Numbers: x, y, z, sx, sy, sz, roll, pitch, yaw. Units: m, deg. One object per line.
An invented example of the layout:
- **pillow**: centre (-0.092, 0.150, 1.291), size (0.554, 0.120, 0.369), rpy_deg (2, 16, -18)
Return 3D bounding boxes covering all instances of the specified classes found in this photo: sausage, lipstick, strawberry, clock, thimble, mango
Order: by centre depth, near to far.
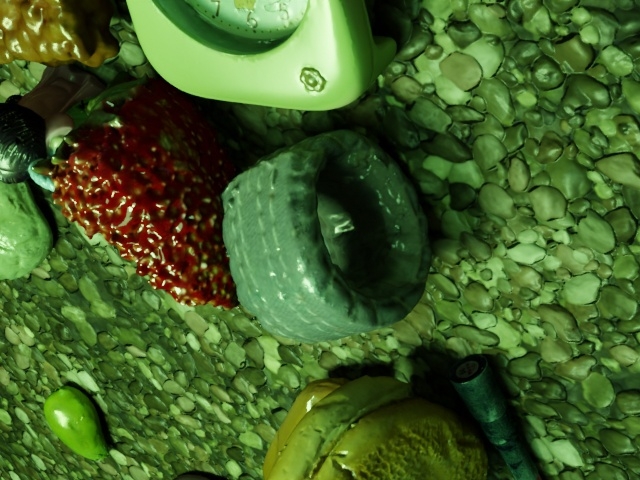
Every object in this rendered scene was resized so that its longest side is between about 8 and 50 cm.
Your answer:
- **clock**: centre (-0.078, -0.310, 1.179), size (0.286, 0.117, 0.348), rpy_deg (12, 130, 30)
- **thimble**: centre (0.000, 0.000, 1.320), size (0.172, 0.205, 0.236), rpy_deg (-17, 110, 46)
- **strawberry**: centre (-0.164, -0.068, 1.374), size (0.306, 0.233, 0.138), rpy_deg (40, 142, -9)
- **clock**: centre (-0.339, -0.135, 1.470), size (0.194, 0.195, 0.100), rpy_deg (28, 134, 18)
- **lipstick**: centre (0.237, 0.253, 1.477), size (0.053, 0.053, 0.234), rpy_deg (-8, 121, 41)
- **sausage**: centre (0.000, 0.274, 1.635), size (0.112, 0.112, 0.328), rpy_deg (34, 138, 8)
- **mango**: centre (-0.431, 0.332, 2.035), size (0.091, 0.074, 0.165), rpy_deg (-7, 121, 38)

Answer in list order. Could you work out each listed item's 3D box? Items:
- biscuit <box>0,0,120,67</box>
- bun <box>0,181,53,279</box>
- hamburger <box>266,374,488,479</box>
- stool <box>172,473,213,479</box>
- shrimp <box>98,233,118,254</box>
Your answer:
- **biscuit**: centre (-0.410, -0.349, 1.404), size (0.312, 0.110, 0.318), rpy_deg (5, 128, 37)
- **bun**: centre (-0.520, -0.033, 1.759), size (0.221, 0.108, 0.221), rpy_deg (21, 135, 22)
- **hamburger**: centre (0.063, 0.332, 1.474), size (0.170, 0.314, 0.290), rpy_deg (26, 164, 48)
- **stool**: centre (-0.214, 0.555, 1.963), size (0.272, 0.178, 0.272), rpy_deg (26, 134, 30)
- **shrimp**: centre (-0.312, -0.046, 1.633), size (0.065, 0.056, 0.165), rpy_deg (4, 119, 15)
